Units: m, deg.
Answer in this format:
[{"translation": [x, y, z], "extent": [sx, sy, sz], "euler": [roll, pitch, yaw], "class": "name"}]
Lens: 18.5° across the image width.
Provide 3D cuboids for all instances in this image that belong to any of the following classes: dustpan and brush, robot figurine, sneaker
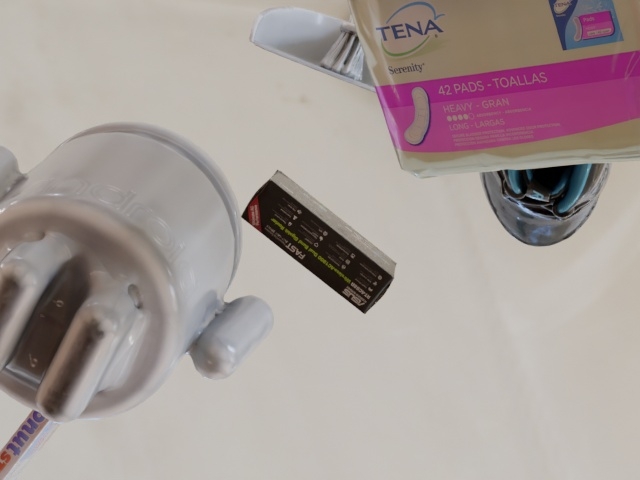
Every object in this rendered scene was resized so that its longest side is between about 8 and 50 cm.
[{"translation": [0.025, -0.156, 1.538], "extent": [0.147, 0.211, 0.060], "euler": [21, -85, -1], "class": "dustpan and brush"}, {"translation": [-0.182, 0.020, 1.664], "extent": [0.300, 0.353, 0.200], "euler": [33, -65, -2], "class": "robot figurine"}, {"translation": [0.182, -0.073, 1.648], "extent": [0.125, 0.341, 0.139], "euler": [14, -118, 9], "class": "sneaker"}]

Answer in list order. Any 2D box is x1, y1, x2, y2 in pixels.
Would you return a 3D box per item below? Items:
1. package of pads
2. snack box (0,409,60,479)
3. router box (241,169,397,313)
[{"translation": [0.115, -0.189, 1.215], "extent": [0.229, 0.101, 0.296], "euler": [-3, -68, 41], "class": "package of pads"}, {"translation": [-0.258, 0.171, 1.811], "extent": [0.022, 0.064, 0.178], "euler": [40, -77, 7], "class": "snack box"}, {"translation": [0.000, 0.000, 1.488], "extent": [0.122, 0.092, 0.038], "euler": [39, -82, -1], "class": "router box"}]
